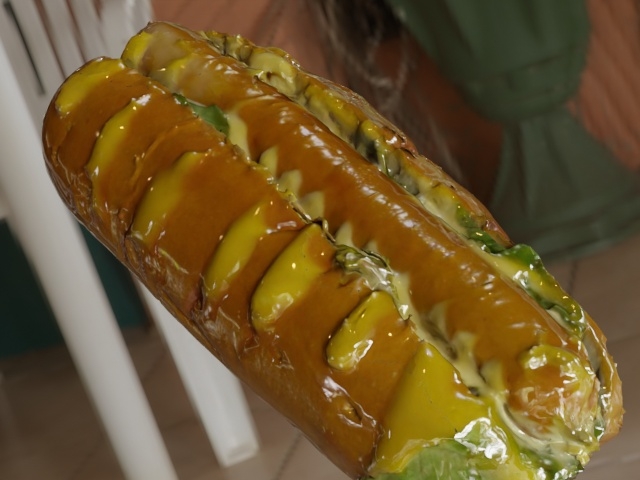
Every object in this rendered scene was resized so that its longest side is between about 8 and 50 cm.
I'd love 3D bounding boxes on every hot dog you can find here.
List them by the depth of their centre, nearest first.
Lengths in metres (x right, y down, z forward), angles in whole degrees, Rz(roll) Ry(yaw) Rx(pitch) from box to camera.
[{"bbox_3d":[0.000,0.000,0.563,0.115,0.072,0.269,-23,46,-36],"label":"hot dog"}]
